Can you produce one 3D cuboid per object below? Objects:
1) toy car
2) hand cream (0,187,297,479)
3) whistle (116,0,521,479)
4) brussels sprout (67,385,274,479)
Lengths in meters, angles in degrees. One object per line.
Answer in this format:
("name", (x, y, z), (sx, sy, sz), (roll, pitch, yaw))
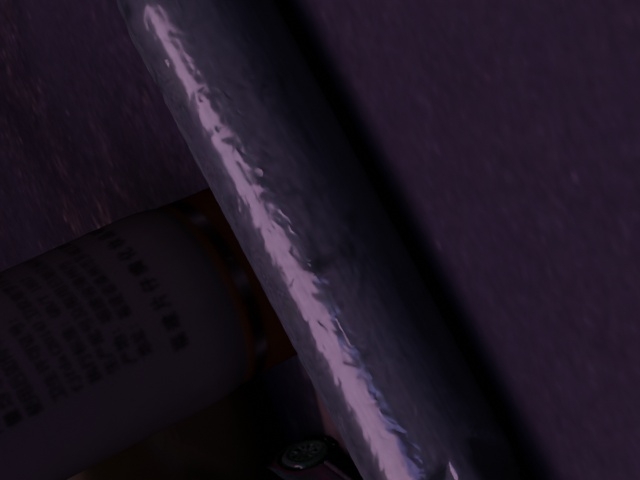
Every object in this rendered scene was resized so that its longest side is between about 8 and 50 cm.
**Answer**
("toy car", (0.010, 0.144, 0.919), (0.142, 0.055, 0.069), (27, 138, 59))
("hand cream", (-0.138, 0.066, 0.825), (0.139, 0.314, 0.089), (47, 149, 42))
("whistle", (0.000, 0.000, 0.784), (0.312, 0.062, 0.062), (62, 157, 5))
("brussels sprout", (-0.145, 0.195, 1.003), (0.268, 0.344, 0.344), (22, 137, 28))
